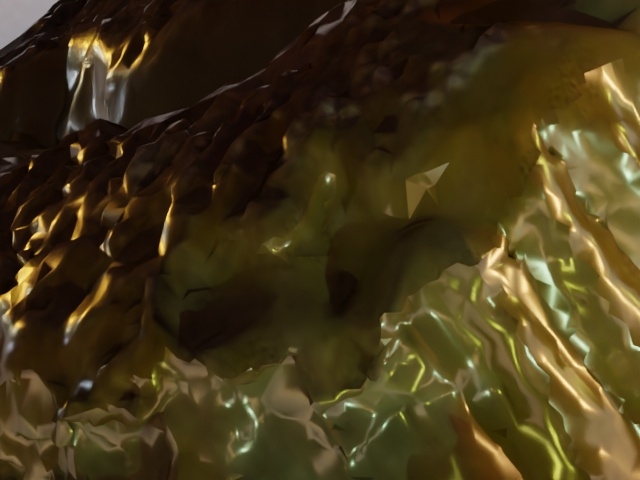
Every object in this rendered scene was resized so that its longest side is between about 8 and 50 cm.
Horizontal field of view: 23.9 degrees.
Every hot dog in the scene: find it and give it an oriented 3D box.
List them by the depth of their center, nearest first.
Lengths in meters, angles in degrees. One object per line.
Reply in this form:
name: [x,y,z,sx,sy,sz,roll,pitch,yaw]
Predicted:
hot dog: [0.000,0.000,0.505,0.365,0.196,0.367,-17,-148,47]
